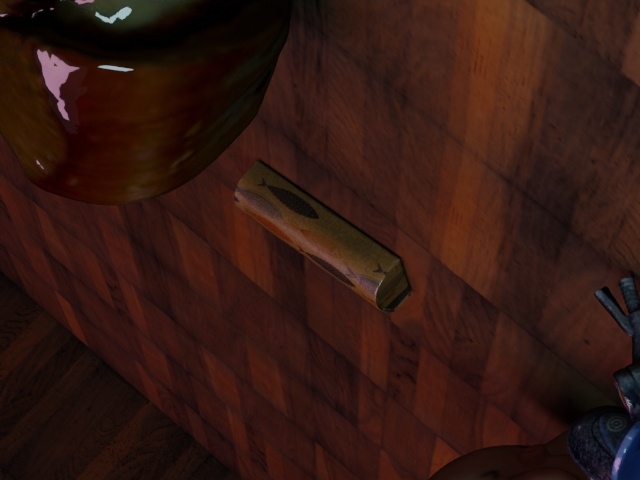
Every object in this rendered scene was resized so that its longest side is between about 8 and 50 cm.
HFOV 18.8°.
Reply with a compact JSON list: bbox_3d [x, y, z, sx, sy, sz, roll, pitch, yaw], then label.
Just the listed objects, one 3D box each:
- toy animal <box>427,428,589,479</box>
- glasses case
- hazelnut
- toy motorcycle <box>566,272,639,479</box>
[{"bbox_3d":[0.202,0.246,1.551,0.345,0.277,0.247,6,-136,-58],"label":"toy animal"},{"bbox_3d":[0.000,0.000,1.675,0.170,0.041,0.065,35,164,27],"label":"glasses case"},{"bbox_3d":[-0.121,-0.145,1.243,0.217,0.217,0.251,31,128,39],"label":"hazelnut"},{"bbox_3d":[0.293,0.167,1.237,0.358,0.125,0.213,28,151,40],"label":"toy motorcycle"}]
